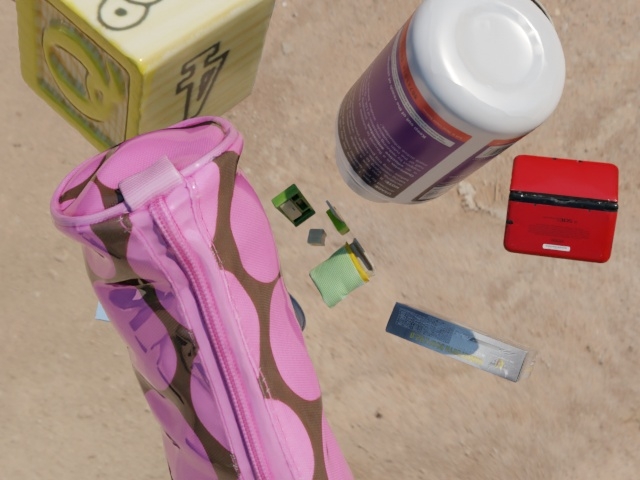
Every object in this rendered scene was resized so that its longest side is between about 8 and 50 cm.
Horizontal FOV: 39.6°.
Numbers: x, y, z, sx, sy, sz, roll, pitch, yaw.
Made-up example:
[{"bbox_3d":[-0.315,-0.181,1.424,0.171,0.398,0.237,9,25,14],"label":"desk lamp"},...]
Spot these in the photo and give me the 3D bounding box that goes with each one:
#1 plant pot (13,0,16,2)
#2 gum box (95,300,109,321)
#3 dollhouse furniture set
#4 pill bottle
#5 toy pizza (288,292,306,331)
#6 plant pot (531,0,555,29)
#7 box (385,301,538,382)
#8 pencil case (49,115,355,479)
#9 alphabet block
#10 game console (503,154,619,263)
[{"bbox_3d":[-0.426,-0.528,1.414,0.323,0.323,0.280,26,75,20],"label":"plant pot"},{"bbox_3d":[-0.163,0.101,1.101,0.157,0.184,0.041,9,81,15],"label":"gum box"},{"bbox_3d":[0.000,0.000,1.090,0.076,0.058,0.151,-35,55,5],"label":"dollhouse furniture set"},{"bbox_3d":[0.130,-0.154,1.052,0.182,0.323,0.181,6,72,-19],"label":"pill bottle"},{"bbox_3d":[-0.111,0.083,1.349,0.201,0.201,0.032,15,56,18],"label":"toy pizza"},{"bbox_3d":[0.299,-0.294,1.614,0.284,0.191,0.284,-7,72,22],"label":"plant pot"},{"bbox_3d":[0.244,0.171,1.505,0.231,0.183,0.056,20,91,19],"label":"box"},{"bbox_3d":[-0.038,0.057,0.366,0.095,0.098,0.209,-19,106,3],"label":"pencil case"},{"bbox_3d":[-0.190,-0.224,0.962,0.192,0.193,0.197,41,58,14],"label":"alphabet block"},{"bbox_3d":[0.331,-0.045,1.226,0.144,0.085,0.124,7,109,13],"label":"game console"}]
